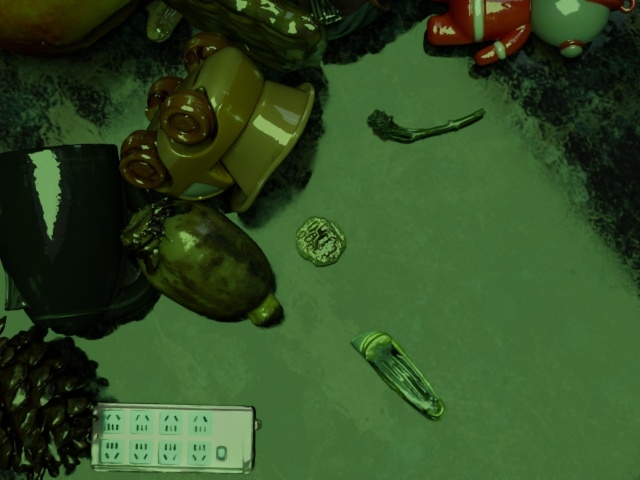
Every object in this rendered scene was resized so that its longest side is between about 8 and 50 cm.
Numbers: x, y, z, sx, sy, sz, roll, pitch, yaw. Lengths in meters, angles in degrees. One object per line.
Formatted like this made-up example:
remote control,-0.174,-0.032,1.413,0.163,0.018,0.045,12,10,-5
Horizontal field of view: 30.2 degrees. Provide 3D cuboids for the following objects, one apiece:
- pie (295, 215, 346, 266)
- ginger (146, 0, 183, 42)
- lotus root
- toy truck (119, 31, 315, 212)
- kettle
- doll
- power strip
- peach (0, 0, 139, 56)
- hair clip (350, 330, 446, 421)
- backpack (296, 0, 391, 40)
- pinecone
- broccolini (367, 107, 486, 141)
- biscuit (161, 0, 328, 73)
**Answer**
pie,0.000,0.000,1.922,0.084,0.020,0.085,0,83,0
ginger,-0.177,-0.456,1.948,0.148,0.081,0.334,39,84,10
lotus root,-0.177,0.035,1.837,0.314,0.169,0.141,39,55,-28
toy truck,-0.163,-0.176,1.829,0.211,0.288,0.204,31,45,-17
kettle,-0.374,-0.001,1.853,0.268,0.207,0.290,-8,88,-28
doll,0.341,-0.383,1.930,0.336,0.105,0.200,-1,82,8
power strip,-0.234,0.314,1.878,0.278,0.037,0.109,1,83,1
peach,-0.448,-0.469,1.845,0.372,0.290,0.373,9,113,23
hair clip,0.131,0.212,1.889,0.060,0.033,0.188,-42,82,-6
backpack,0.055,-0.489,1.826,0.317,0.197,0.283,-26,106,38
pinecone,-0.472,0.246,1.804,0.272,0.224,0.224,28,84,-16
broccolini,0.174,-0.191,1.942,0.194,0.054,0.052,-4,113,-6
biscuit,-0.086,-0.324,1.782,0.335,0.329,0.078,23,90,48
